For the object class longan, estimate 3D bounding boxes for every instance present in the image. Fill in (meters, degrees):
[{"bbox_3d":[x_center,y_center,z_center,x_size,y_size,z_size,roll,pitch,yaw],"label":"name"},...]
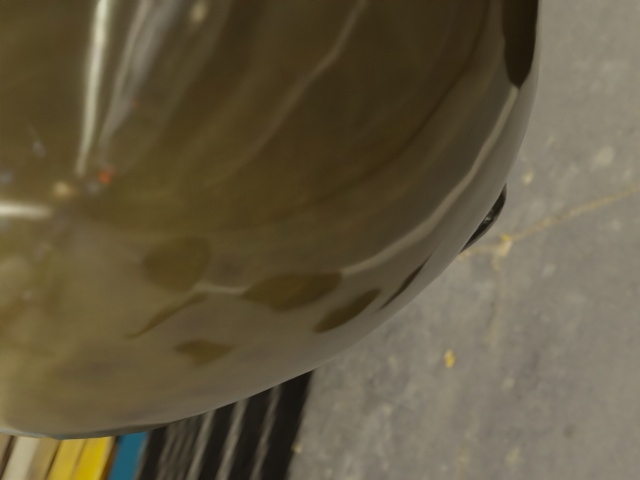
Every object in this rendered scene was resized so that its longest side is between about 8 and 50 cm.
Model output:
[{"bbox_3d":[-0.068,-0.085,0.528,0.319,0.319,0.319,-44,32,37],"label":"longan"}]

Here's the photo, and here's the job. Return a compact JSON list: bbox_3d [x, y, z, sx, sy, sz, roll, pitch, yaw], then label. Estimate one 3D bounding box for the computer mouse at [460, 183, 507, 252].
[{"bbox_3d":[0.000,0.000,1.037,0.264,0.088,0.147,-36,21,-2],"label":"computer mouse"}]
